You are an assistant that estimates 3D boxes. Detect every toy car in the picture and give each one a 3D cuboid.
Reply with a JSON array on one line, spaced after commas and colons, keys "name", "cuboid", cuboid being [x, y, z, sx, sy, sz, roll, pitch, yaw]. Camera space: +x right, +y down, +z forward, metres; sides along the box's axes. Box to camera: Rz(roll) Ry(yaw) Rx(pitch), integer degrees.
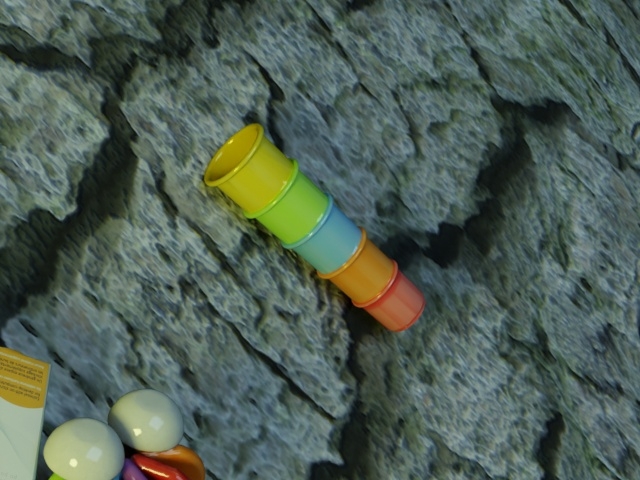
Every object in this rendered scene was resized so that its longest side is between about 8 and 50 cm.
[{"name": "toy car", "cuboid": [-0.186, 0.245, 1.490, 0.136, 0.159, 0.182, 37, 36, 26]}]

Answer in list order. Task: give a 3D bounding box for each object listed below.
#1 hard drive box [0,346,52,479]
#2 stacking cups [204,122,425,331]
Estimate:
[{"name": "hard drive box", "cuboid": [-0.357, 0.204, 1.419, 0.181, 0.089, 0.232, 23, 57, -34]}, {"name": "stacking cups", "cuboid": [0.000, 0.000, 1.859, 0.316, 0.096, 0.096, 45, 46, -23]}]
